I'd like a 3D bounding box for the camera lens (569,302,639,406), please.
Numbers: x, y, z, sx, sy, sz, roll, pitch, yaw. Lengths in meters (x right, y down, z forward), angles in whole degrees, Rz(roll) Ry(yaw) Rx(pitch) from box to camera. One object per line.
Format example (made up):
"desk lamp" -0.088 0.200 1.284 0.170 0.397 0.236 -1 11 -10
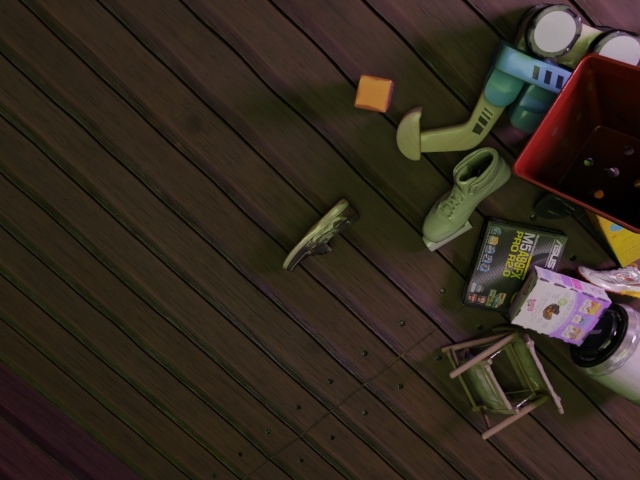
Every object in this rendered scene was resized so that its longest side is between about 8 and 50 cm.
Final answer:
"camera lens" 0.855 0.319 1.303 0.274 0.219 0.219 31 111 -2

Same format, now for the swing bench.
"swing bench" 0.538 0.411 1.427 0.255 0.165 0.253 -26 102 12

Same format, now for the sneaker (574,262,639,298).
"sneaker" 0.818 0.100 1.317 0.225 0.088 0.092 12 94 4

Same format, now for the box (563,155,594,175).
"box" 0.604 -0.217 1.182 0.109 0.178 0.042 23 123 2

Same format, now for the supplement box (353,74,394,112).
"supplement box" 0.137 -0.365 1.186 0.078 0.233 0.080 12 107 6

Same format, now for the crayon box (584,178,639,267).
"crayon box" 0.779 -0.078 1.170 0.202 0.081 0.318 -36 134 19

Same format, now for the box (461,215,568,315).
"box" 0.544 0.081 1.361 0.216 0.060 0.270 13 111 6

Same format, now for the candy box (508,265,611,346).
"candy box" 0.642 0.178 1.295 0.196 0.070 0.164 19 121 4

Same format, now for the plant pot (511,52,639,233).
"plant pot" 0.596 -0.170 0.968 0.267 0.236 0.267 36 101 30

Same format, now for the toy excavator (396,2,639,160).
"toy excavator" 0.454 -0.345 1.166 0.433 0.222 0.445 23 120 3

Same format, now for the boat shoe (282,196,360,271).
"boat shoe" 0.000 0.000 1.410 0.092 0.103 0.285 43 105 -1

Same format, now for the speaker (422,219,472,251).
"speaker" 0.360 -0.024 1.361 0.136 0.055 0.055 -33 100 19

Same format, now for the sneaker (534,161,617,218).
"sneaker" 0.669 -0.147 1.254 0.087 0.130 0.227 36 139 -1

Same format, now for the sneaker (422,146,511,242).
"sneaker" 0.358 -0.123 1.255 0.292 0.169 0.108 -48 60 15
